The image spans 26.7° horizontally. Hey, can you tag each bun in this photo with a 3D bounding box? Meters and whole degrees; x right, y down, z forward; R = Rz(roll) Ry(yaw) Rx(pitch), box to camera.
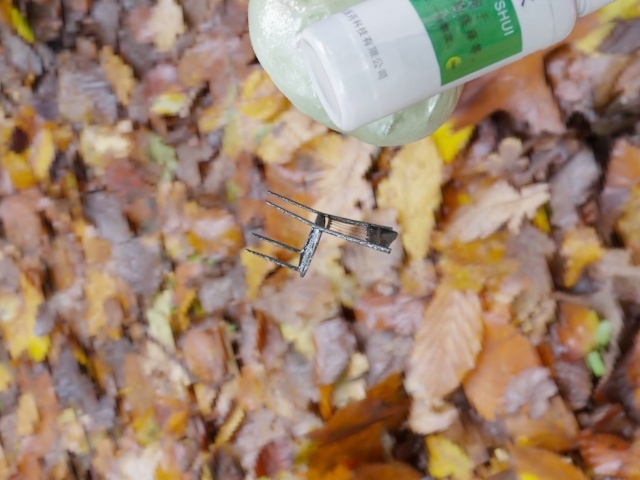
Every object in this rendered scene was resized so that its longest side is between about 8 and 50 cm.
[{"bbox_3d":[0.061,-0.250,1.552,0.179,0.283,0.283,-49,64,35],"label":"bun"}]

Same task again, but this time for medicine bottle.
[{"bbox_3d":[0.117,-0.176,1.084,0.095,0.260,0.095,157,90,-81],"label":"medicine bottle"}]

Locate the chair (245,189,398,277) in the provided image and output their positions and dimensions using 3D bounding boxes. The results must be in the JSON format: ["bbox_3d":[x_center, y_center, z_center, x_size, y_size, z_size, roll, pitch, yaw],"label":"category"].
[{"bbox_3d":[0.000,0.002,0.824,0.086,0.037,0.042,17,111,-3],"label":"chair"}]
